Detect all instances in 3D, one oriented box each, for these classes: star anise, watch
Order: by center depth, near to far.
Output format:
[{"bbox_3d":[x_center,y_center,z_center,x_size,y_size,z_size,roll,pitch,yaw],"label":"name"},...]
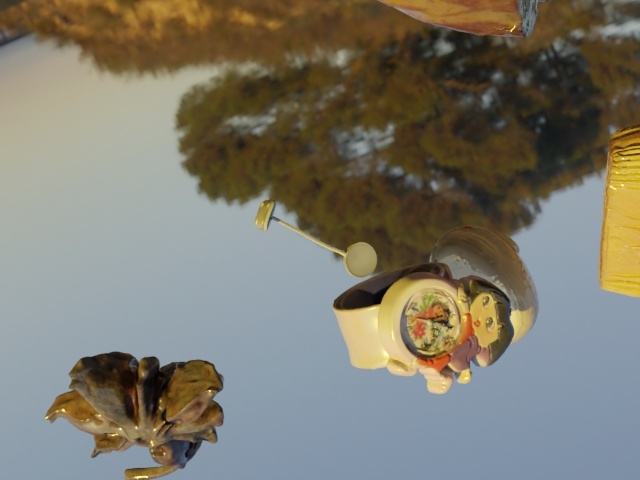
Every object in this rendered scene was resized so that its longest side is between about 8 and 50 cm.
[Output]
[{"bbox_3d":[-0.269,0.251,1.857,0.359,0.316,0.139,-25,-140,33],"label":"star anise"},{"bbox_3d":[0.159,0.131,1.966,0.244,0.196,0.231,-24,-169,-23],"label":"watch"}]

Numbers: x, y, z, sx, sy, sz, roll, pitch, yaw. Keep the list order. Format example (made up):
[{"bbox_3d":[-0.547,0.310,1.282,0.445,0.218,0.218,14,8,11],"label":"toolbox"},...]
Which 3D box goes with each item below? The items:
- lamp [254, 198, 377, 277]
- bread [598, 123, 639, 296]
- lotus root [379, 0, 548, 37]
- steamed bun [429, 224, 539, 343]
[{"bbox_3d":[0.000,0.000,1.670,0.056,0.198,0.050,9,-104,65],"label":"lamp"},{"bbox_3d":[0.521,-0.048,2.017,0.119,0.288,0.152,3,-149,9],"label":"bread"},{"bbox_3d":[0.155,-0.356,1.332,0.249,0.316,0.316,2,-158,20],"label":"lotus root"},{"bbox_3d":[0.297,0.073,2.175,0.130,0.228,0.177,-32,175,-43],"label":"steamed bun"}]
